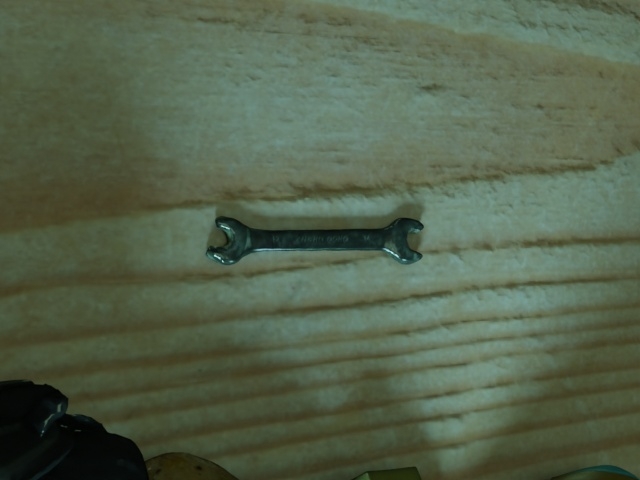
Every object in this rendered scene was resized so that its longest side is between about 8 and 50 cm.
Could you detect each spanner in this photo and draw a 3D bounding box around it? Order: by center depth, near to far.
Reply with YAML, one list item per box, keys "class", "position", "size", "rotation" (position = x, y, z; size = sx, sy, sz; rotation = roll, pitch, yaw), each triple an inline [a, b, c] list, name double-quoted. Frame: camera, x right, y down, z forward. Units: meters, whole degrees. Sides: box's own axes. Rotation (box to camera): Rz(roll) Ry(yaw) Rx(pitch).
- class: "spanner"
  position: [0.000, 0.000, 1.087]
  size: [0.254, 0.015, 0.054]
  rotation: [0, 77, -27]

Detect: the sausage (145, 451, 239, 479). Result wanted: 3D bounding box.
- class: "sausage"
  position: [0.004, 0.386, 0.921]
  size: [0.136, 0.123, 0.501]
  rotation: [-39, 97, -16]

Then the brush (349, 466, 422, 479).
- class: "brush"
  position: [0.033, 0.262, 0.940]
  size: [0.233, 0.047, 0.103]
  rotation: [16, 49, -56]

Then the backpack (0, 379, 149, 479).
- class: "backpack"
  position: [-0.332, 0.264, 0.691]
  size: [0.445, 0.255, 0.364]
  rotation: [6, 57, -10]

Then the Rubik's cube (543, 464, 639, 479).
- class: "Rubik's cube"
  position: [0.234, 0.361, 1.041]
  size: [0.254, 0.254, 0.255]
  rotation: [7, 73, -25]
